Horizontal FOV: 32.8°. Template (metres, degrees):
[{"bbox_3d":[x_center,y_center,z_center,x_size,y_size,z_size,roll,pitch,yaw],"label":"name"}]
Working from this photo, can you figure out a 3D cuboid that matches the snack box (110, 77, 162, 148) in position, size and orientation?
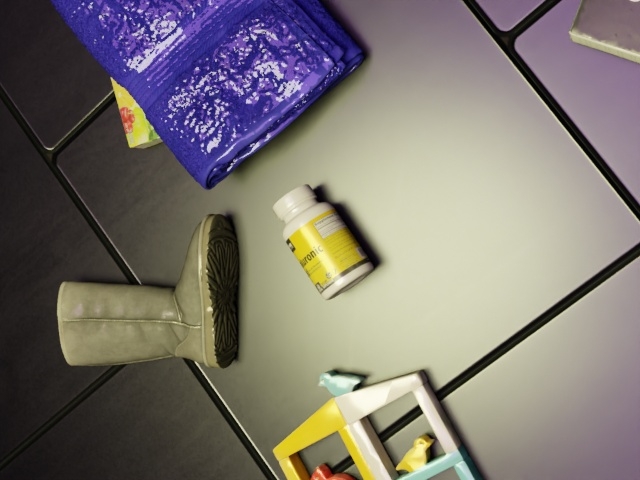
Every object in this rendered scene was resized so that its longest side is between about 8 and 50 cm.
[{"bbox_3d":[-0.184,-0.186,1.227,0.100,0.037,0.141,-18,86,18],"label":"snack box"}]

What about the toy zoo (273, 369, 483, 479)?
[{"bbox_3d":[0.075,0.272,1.169,0.192,0.030,0.293,-32,83,19],"label":"toy zoo"}]

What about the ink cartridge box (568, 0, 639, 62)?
[{"bbox_3d":[0.368,-0.257,1.020,0.208,0.045,0.206,22,100,16],"label":"ink cartridge box"}]

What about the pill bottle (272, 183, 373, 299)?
[{"bbox_3d":[0.000,0.000,1.159,0.065,0.065,0.116,-37,81,18],"label":"pill bottle"}]

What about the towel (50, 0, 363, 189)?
[{"bbox_3d":[-0.133,-0.237,1.156,0.227,0.076,0.308,-40,84,3],"label":"towel"}]

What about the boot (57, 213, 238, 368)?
[{"bbox_3d":[-0.200,0.059,1.240,0.208,0.076,0.189,4,93,26],"label":"boot"}]
